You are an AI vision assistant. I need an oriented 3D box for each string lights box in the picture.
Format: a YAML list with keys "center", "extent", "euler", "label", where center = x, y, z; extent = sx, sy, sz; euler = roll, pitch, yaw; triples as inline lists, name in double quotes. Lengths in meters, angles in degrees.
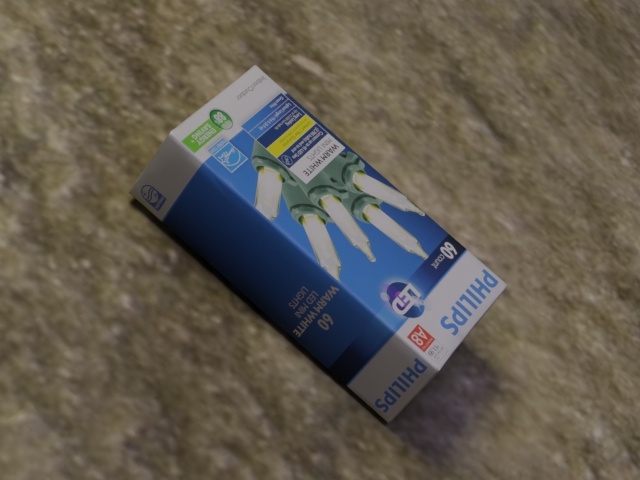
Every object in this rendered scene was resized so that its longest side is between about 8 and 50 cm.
- center: [0.000, 0.000, 1.430]
  extent: [0.260, 0.077, 0.133]
  euler: [41, 40, 3]
  label: "string lights box"
